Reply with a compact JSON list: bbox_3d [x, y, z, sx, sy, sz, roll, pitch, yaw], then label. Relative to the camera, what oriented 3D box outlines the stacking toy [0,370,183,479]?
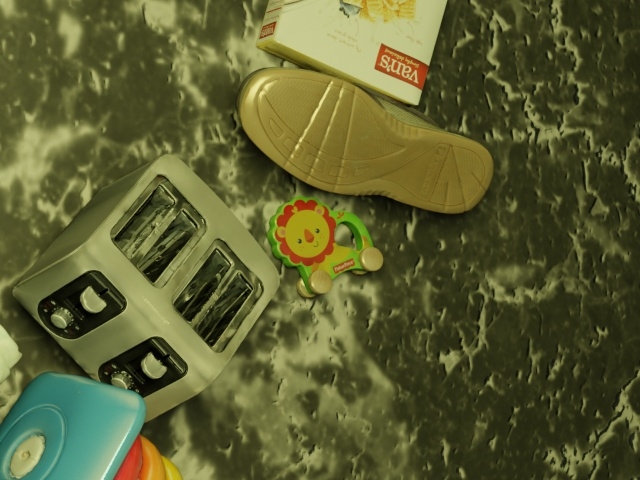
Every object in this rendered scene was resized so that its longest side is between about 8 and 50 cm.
[{"bbox_3d":[-0.153,0.257,1.311,0.302,0.175,0.165,44,66,-36],"label":"stacking toy"}]

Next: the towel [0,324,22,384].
[{"bbox_3d":[-0.415,0.080,0.951,0.320,0.090,0.374,50,59,-11],"label":"towel"}]

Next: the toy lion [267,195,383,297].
[{"bbox_3d":[0.000,0.000,1.461,0.100,0.034,0.096,-23,92,-29],"label":"toy lion"}]

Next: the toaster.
[{"bbox_3d":[-0.142,0.036,1.306,0.168,0.110,0.185,50,44,-15],"label":"toaster"}]

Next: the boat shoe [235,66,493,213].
[{"bbox_3d":[0.034,-0.098,1.447,0.285,0.092,0.102,14,100,-31],"label":"boat shoe"}]

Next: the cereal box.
[{"bbox_3d":[0.048,-0.269,1.485,0.173,0.047,0.240,20,78,-28],"label":"cereal box"}]
